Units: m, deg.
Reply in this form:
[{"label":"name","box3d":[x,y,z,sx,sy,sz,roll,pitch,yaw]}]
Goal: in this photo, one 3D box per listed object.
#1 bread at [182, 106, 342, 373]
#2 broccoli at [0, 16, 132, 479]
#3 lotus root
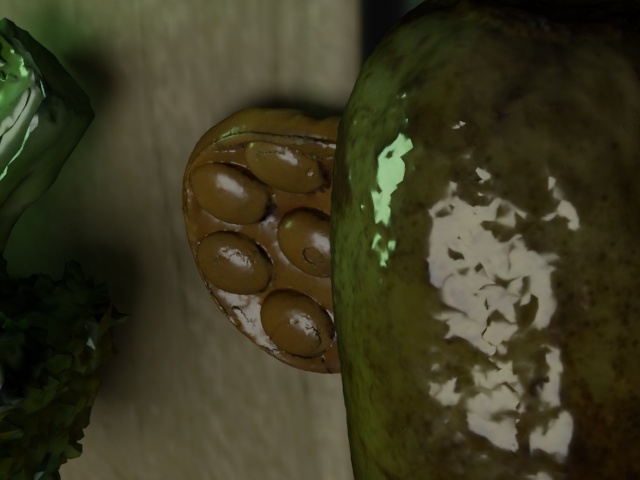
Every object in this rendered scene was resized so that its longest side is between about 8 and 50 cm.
[{"label":"bread","box3d":[0.000,0.000,0.661,0.110,0.024,0.110,15,126,23]},{"label":"broccoli","box3d":[-0.147,0.010,0.681,0.220,0.194,0.194,-129,36,-47]},{"label":"lotus root","box3d":[0.072,0.044,0.567,0.128,0.145,0.260,3,117,18]}]
